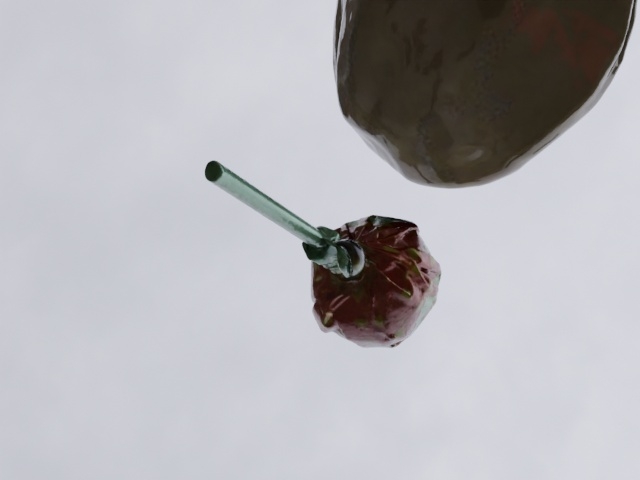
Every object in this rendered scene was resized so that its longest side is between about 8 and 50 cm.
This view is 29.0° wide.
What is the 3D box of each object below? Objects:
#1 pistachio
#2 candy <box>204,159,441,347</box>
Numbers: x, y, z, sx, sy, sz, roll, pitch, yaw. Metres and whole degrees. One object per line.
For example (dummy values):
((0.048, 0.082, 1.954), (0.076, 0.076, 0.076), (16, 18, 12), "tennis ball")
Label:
((0.121, -0.191, 0.878), (0.226, 0.208, 0.331), (8, -107, 36), "pistachio")
((0.001, -0.001, 0.672), (0.078, 0.288, 0.084), (5, -103, 21), "candy")
